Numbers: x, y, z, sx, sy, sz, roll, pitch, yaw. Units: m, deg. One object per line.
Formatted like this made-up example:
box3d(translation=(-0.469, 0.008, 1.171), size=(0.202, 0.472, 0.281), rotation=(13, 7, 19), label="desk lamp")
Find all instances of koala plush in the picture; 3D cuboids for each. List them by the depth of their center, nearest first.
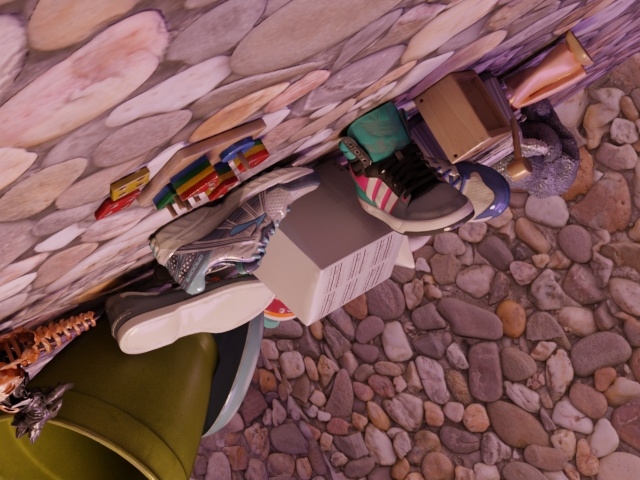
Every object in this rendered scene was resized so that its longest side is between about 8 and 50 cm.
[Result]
box3d(translation=(0.413, -0.165, 2.178), size=(0.196, 0.203, 0.221), rotation=(-46, 168, 30), label="koala plush")

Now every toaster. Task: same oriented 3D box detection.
box3d(translation=(0.267, -0.197, 1.992), size=(0.227, 0.146, 0.129), rotation=(-32, 174, 11), label="toaster")

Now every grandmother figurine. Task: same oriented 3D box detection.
box3d(translation=(0.374, -0.280, 2.123), size=(0.342, 0.104, 0.208), rotation=(-36, 165, 19), label="grandmother figurine")

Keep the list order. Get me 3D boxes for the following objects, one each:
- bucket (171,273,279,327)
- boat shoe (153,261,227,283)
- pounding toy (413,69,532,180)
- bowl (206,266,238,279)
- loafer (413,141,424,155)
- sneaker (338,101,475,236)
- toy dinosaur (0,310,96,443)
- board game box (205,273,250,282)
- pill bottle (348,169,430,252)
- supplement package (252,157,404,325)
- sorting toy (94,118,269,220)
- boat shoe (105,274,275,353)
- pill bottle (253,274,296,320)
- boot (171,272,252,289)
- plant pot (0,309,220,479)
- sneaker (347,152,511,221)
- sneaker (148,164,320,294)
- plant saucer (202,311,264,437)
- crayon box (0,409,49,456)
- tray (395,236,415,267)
box3d(translation=(-0.215, 0.154, 2.394), size=(0.281, 0.183, 0.281), rotation=(-31, 175, -3), label="bucket")
box3d(translation=(-0.199, 0.026, 1.787), size=(0.070, 0.077, 0.219), rotation=(-22, 174, -47), label="boat shoe")
box3d(translation=(0.270, -0.179, 1.831), size=(0.094, 0.206, 0.181), rotation=(-34, 175, 29), label="pounding toy")
box3d(translation=(-0.167, 0.020, 1.928), size=(0.170, 0.080, 0.170), rotation=(-30, 176, -3), label="bowl")
box3d(translation=(0.251, -0.190, 2.287), size=(0.251, 0.094, 0.087), rotation=(-30, 179, -14), label="loafer")
box3d(translation=(0.123, -0.122, 1.667), size=(0.124, 0.178, 0.295), rotation=(-30, -156, -18), label="sneaker")
box3d(translation=(-0.478, 0.207, 1.587), size=(0.322, 0.164, 0.218), rotation=(-11, 161, 10), label="toy dinosaur")
box3d(translation=(-0.232, 0.121, 2.039), size=(0.136, 0.035, 0.201), rotation=(-18, 161, -40), label="board game box")
box3d(translation=(0.059, -0.012, 2.220), size=(0.210, 0.210, 0.363), rotation=(-28, 174, -38), label="pill bottle")
box3d(translation=(0.000, 0.000, 1.835), size=(0.203, 0.194, 0.149), rotation=(-28, 148, -34), label="supplement package")
box3d(translation=(-0.142, -0.077, 1.282), size=(0.274, 0.046, 0.132), rotation=(-27, 173, -39), label="sorting toy")
box3d(translation=(-0.221, 0.102, 1.855), size=(0.319, 0.099, 0.116), rotation=(-16, 140, -34), label="boat shoe")
box3d(translation=(-0.069, 0.045, 2.128), size=(0.121, 0.121, 0.221), rotation=(-28, 146, -35), label="pill bottle")
box3d(translation=(-0.218, 0.067, 2.118), size=(0.165, 0.077, 0.213), rotation=(-31, 170, -15), label="boot")
box3d(translation=(-0.350, 0.296, 1.911), size=(0.366, 0.366, 0.353), rotation=(-36, -160, 45), label="plant pot")
box3d(translation=(0.180, -0.100, 1.864), size=(0.296, 0.112, 0.131), rotation=(16, -170, 27), label="sneaker")
box3d(translation=(-0.113, -0.015, 1.640), size=(0.283, 0.122, 0.110), rotation=(-30, 176, -12), label="sneaker")
box3d(translation=(-0.176, 0.228, 2.055), size=(0.317, 0.044, 0.317), rotation=(-161, -90, -73), label="plant saucer")
box3d(translation=(-0.634, 0.366, 2.060), size=(0.081, 0.165, 0.278), rotation=(-27, 174, -39), label="crayon box")
box3d(translation=(0.067, -0.026, 1.963), size=(0.030, 0.145, 0.270), rotation=(-26, -161, -27), label="tray")
